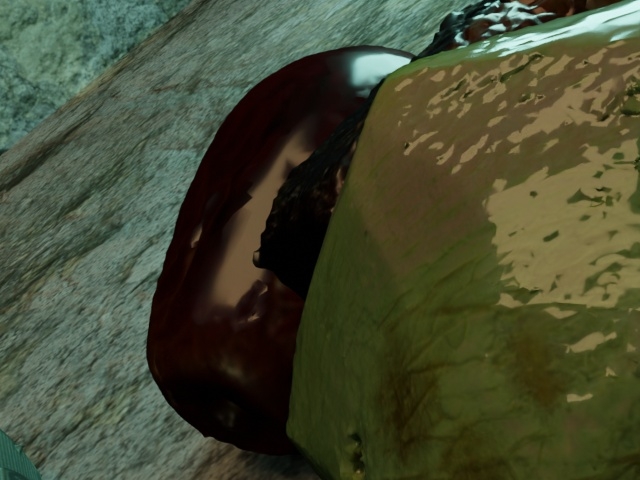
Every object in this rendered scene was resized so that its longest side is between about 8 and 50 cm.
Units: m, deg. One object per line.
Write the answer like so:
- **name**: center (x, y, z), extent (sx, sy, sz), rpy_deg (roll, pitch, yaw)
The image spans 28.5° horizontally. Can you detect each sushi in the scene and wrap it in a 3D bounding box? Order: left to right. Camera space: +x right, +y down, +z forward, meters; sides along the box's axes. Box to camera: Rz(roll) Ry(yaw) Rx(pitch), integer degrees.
- **sushi**: center (0.129, -0.051, 0.775), extent (0.343, 0.196, 0.182), rpy_deg (-45, 15, -30)

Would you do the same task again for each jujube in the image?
- **jujube**: center (0.000, 0.000, 0.921), extent (0.223, 0.223, 0.318), rpy_deg (-12, 41, 45)

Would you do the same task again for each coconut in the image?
- **coconut**: center (0.133, 0.054, 0.505), extent (0.328, 0.328, 0.281), rpy_deg (-26, -4, 24)

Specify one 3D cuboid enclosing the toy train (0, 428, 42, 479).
- **toy train**: center (-0.244, 0.234, 0.946), extent (0.089, 0.086, 0.409), rpy_deg (-37, 22, -4)
